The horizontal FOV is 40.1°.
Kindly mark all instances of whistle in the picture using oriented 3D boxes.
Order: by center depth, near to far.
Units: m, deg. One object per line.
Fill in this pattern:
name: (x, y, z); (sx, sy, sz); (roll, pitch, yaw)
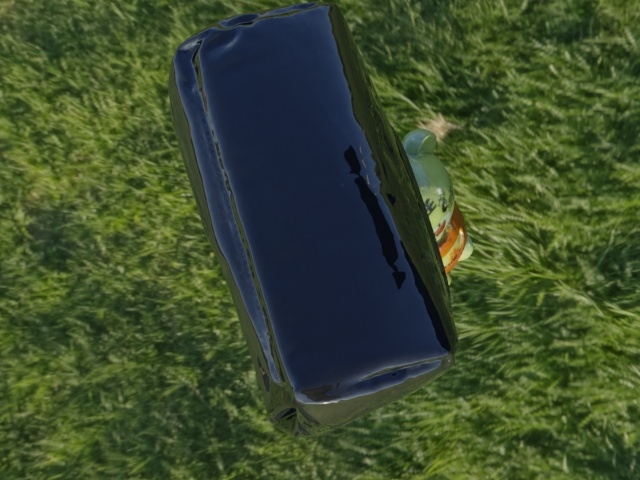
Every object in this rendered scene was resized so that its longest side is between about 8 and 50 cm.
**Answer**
whistle: (0.101, -0.010, 0.949); (0.106, 0.288, 0.131); (29, 75, 29)

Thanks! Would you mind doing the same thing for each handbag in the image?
handbag: (0.003, -0.001, 0.713); (0.177, 0.275, 0.302); (-18, 75, -5)
